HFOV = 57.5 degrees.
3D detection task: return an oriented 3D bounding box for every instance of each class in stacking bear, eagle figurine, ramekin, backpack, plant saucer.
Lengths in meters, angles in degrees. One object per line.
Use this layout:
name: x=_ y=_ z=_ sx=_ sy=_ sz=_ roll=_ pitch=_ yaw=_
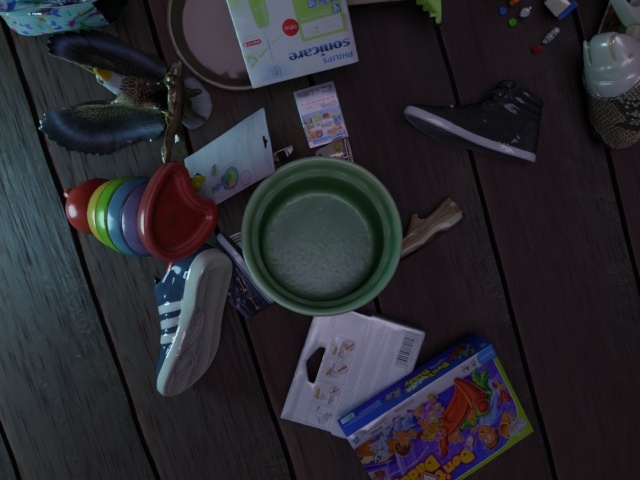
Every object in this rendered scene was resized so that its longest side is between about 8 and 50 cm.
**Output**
stacking bear: x=-0.375 y=-0.056 z=1.128 sx=0.289 sy=0.175 sz=0.164 roll=9 pitch=59 yaw=32
eagle figurine: x=-0.385 y=-0.289 z=1.144 sx=0.298 sy=0.225 sz=0.226 roll=10 pitch=51 yaw=26
ramekin: x=0.000 y=0.000 z=1.150 sx=0.303 sy=0.148 sz=0.304 roll=1 pitch=80 yaw=-3
backpack: x=-0.524 y=-0.513 z=1.100 sx=0.253 sy=0.191 sz=0.225 roll=-9 pitch=83 yaw=8
plant saucer: x=-0.168 y=-0.443 z=1.180 sx=0.277 sy=0.041 sz=0.278 roll=0 pitch=98 yaw=-2

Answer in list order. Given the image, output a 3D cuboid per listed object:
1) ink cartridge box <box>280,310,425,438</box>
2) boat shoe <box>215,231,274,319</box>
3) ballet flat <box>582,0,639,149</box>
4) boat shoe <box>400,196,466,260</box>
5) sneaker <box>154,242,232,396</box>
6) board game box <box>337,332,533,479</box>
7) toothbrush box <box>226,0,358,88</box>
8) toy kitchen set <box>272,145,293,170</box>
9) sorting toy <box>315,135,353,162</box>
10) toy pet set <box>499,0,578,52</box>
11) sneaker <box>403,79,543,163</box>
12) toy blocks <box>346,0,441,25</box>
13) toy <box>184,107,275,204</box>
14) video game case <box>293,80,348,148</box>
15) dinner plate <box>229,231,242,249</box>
ink cartridge box: x=0.068 y=0.283 z=1.252 sx=0.238 sy=0.060 sz=0.275 roll=18 pitch=95 yaw=-3
boat shoe: x=-0.175 y=0.075 z=1.204 sx=0.083 sy=0.065 sz=0.183 roll=-38 pitch=94 yaw=3
ballet flat: x=0.605 y=-0.432 z=1.143 sx=0.182 sy=0.164 sz=0.483 roll=14 pitch=93 yaw=-41
boat shoe: x=0.211 y=-0.024 z=1.232 sx=0.190 sy=0.068 sz=0.072 roll=-33 pitch=83 yaw=-8
sneaker: x=-0.290 y=0.152 z=1.209 sx=0.148 sy=0.131 sz=0.350 roll=30 pitch=110 yaw=30
board game box: x=0.243 y=0.387 z=1.217 sx=0.347 sy=0.078 sz=0.233 roll=-31 pitch=105 yaw=-7
toothbrush box: x=-0.062 y=-0.449 z=1.054 sx=0.206 sy=0.122 sz=0.283 roll=-12 pitch=120 yaw=4
toy kitchen set: x=-0.075 y=-0.147 z=1.194 sx=0.068 sy=0.083 sz=0.075 roll=-23 pitch=95 yaw=1
sorting toy: x=0.030 y=-0.169 z=1.219 sx=0.075 sy=0.045 sz=0.083 roll=-12 pitch=96 yaw=7
toy pet set: x=0.457 y=-0.474 z=1.207 sx=0.122 sy=0.065 sz=0.114 roll=48 pitch=127 yaw=-2
sneaker: x=0.320 y=-0.266 z=1.192 sx=0.295 sy=0.104 sz=0.147 roll=15 pitch=93 yaw=-9
toy blocks: x=0.100 y=-0.606 z=1.127 sx=0.260 sy=0.191 sz=0.382 roll=0 pitch=105 yaw=11
toy: x=-0.172 y=-0.145 z=1.157 sx=0.237 sy=0.056 sz=0.137 roll=-23 pitch=69 yaw=31
video game case: x=0.002 y=-0.263 z=1.223 sx=0.087 sy=0.011 sz=0.122 roll=-16 pitch=95 yaw=-1
dinner plate: x=-0.152 y=0.050 z=1.244 sx=0.141 sy=0.017 sz=0.141 roll=0 pitch=96 yaw=-2
